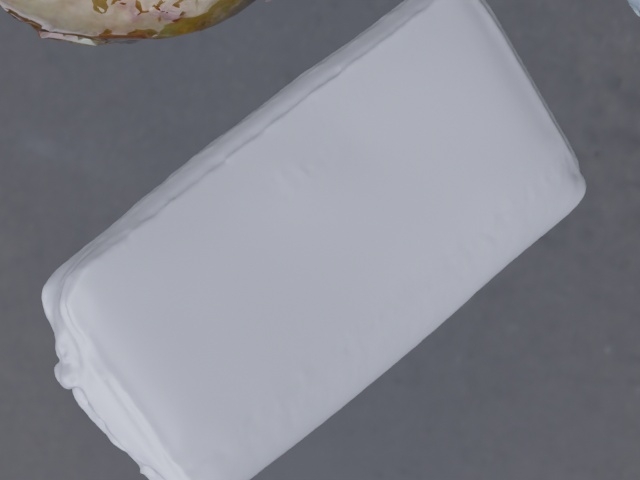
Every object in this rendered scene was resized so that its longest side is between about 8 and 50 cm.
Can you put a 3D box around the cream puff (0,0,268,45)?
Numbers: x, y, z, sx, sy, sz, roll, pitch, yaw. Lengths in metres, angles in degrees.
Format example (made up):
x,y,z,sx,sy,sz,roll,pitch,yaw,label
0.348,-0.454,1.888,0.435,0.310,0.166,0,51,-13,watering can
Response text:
x,y,z,sx,sy,sz,roll,pitch,yaw,label
-0.107,-0.217,1.034,0.240,0.164,0.240,-7,118,-14,cream puff

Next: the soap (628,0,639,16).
x,y,z,sx,sy,sz,roll,pitch,yaw,label
0.194,-0.263,1.013,0.446,0.261,0.156,51,127,12,soap

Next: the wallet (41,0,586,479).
x,y,z,sx,sy,sz,roll,pitch,yaw,label
0.000,0.000,0.606,0.095,0.190,0.033,58,158,-13,wallet
